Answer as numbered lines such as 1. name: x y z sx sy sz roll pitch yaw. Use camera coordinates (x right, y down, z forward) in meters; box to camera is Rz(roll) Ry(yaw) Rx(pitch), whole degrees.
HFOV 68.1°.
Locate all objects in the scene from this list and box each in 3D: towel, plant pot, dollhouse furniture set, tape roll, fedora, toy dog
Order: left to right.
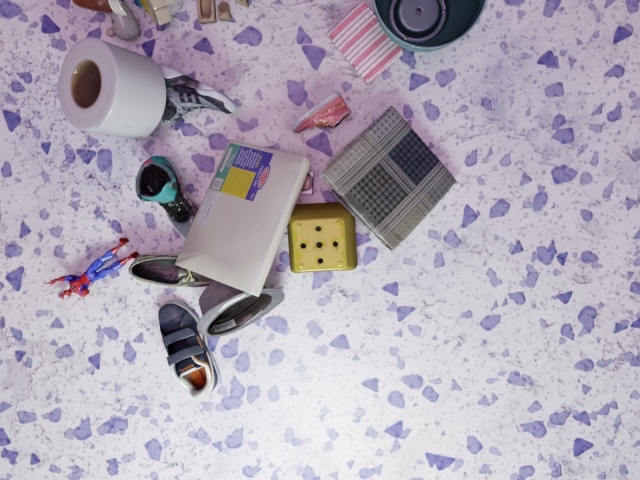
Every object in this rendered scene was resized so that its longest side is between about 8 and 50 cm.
1. toy dog: -0.659 -0.716 1.309 0.160 0.220 0.334 -25 98 -1
2. tape roll: -0.580 -0.417 1.323 0.246 0.169 0.246 1 93 28
3. dollhouse furniture set: -0.288 -0.710 1.337 0.151 0.123 0.144 -2 97 3
4. fedora: -0.257 0.175 1.426 0.275 0.243 0.124 -36 65 11
5. plant pot: 0.000 0.000 1.383 0.212 0.187 0.212 -3 97 4
6. towel: 0.130 -0.577 1.386 0.144 0.029 0.197 -40 91 6
7. towel: 0.198 -0.179 1.376 0.324 0.056 0.312 -44 96 -17
8. plant pot: 0.279 -0.647 1.282 0.292 0.196 0.293 0 98 2

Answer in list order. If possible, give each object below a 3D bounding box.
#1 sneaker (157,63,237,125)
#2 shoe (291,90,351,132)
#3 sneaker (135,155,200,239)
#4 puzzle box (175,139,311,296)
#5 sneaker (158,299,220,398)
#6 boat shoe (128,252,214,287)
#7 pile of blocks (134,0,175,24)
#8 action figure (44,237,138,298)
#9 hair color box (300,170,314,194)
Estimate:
1. sneaker: -0.384 -0.399 1.397 0.268 0.101 0.153 27 98 5
2. shoe: 0.003 -0.356 1.399 0.178 0.063 0.081 -37 89 2
3. sneaker: -0.440 -0.117 1.392 0.123 0.178 0.296 -29 95 6
4. puzzle box: -0.218 -0.075 1.346 0.272 0.052 0.409 18 80 24
5. sneaker: -0.417 0.340 1.479 0.126 0.127 0.321 -28 94 7
6. boat shoe: -0.429 0.095 1.456 0.304 0.091 0.109 4 99 -3
7. pile of blocks: -0.524 -0.792 1.358 0.112 0.149 0.362 -37 103 -25
8. action figure: -0.715 0.105 1.460 0.280 0.139 0.092 -35 93 9
9. hair color box: -0.091 -0.180 1.436 0.141 0.043 0.072 4 97 1
